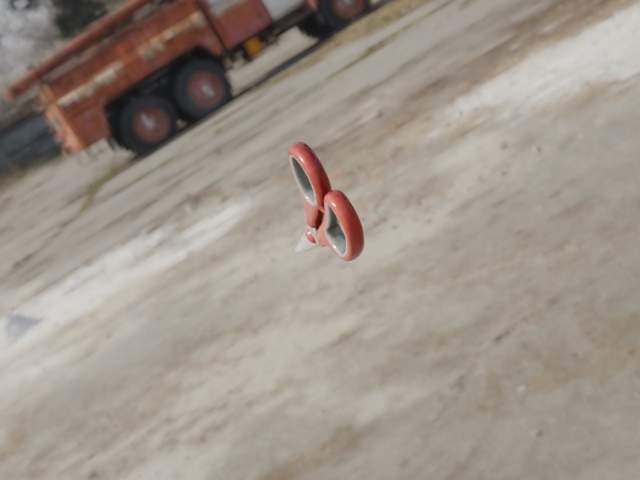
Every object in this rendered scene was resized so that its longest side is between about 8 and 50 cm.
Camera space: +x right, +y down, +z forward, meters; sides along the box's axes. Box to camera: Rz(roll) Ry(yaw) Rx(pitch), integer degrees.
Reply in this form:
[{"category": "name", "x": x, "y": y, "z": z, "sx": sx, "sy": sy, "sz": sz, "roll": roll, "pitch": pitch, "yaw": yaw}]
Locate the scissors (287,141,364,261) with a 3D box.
[{"category": "scissors", "x": 0.000, "y": 0.000, "z": 1.171, "sx": 0.021, "sy": 0.109, "sz": 0.297, "roll": -31, "pitch": -16, "yaw": -13}]
